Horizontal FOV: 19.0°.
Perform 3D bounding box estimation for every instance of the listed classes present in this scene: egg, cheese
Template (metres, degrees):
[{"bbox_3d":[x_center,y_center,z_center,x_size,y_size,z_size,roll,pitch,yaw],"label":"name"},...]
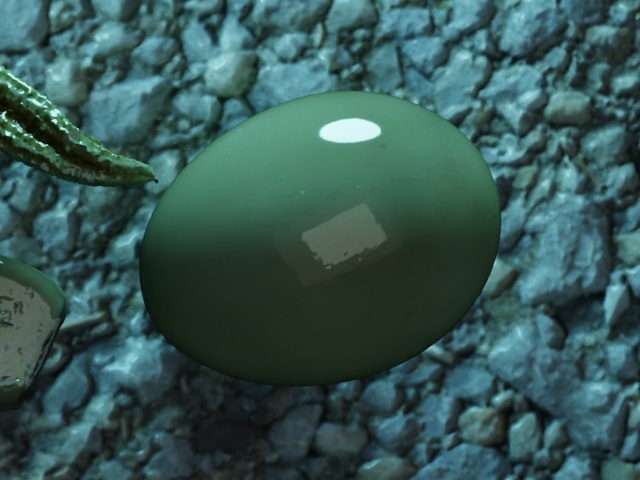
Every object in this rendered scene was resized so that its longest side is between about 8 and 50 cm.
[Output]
[{"bbox_3d":[0.000,0.000,1.230,0.242,0.186,0.186,-15,90,-13],"label":"egg"},{"bbox_3d":[-0.258,0.032,1.211,0.192,0.037,0.097,28,75,-16],"label":"cheese"}]

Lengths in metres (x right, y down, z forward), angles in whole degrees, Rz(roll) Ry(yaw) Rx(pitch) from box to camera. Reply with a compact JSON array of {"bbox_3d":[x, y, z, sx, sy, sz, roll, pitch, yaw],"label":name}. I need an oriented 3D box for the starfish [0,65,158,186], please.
[{"bbox_3d":[-0.259,-0.118,1.204,0.347,0.078,0.358,36,62,-9],"label":"starfish"}]
